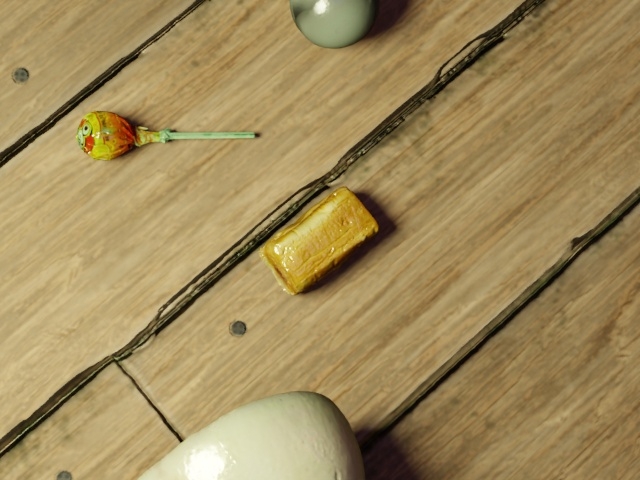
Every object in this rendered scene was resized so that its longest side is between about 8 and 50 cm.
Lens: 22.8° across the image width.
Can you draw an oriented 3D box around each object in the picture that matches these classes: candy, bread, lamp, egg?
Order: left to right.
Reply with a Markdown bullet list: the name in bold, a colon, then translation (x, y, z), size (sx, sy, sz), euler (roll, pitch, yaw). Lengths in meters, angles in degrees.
- **candy**: translation (-0.171, -0.117, 1.767), size (0.201, 0.060, 0.060), euler (-1, 80, -15)
- **egg**: translation (-0.056, 0.279, 1.622), size (0.271, 0.206, 0.162), euler (-23, 61, -20)
- **bread**: translation (0.000, 0.000, 1.763), size (0.132, 0.053, 0.074), euler (-40, 91, -12)
- **lamp**: translation (0.015, -0.269, 1.786), size (0.105, 0.105, 0.105), euler (1, 80, -7)
